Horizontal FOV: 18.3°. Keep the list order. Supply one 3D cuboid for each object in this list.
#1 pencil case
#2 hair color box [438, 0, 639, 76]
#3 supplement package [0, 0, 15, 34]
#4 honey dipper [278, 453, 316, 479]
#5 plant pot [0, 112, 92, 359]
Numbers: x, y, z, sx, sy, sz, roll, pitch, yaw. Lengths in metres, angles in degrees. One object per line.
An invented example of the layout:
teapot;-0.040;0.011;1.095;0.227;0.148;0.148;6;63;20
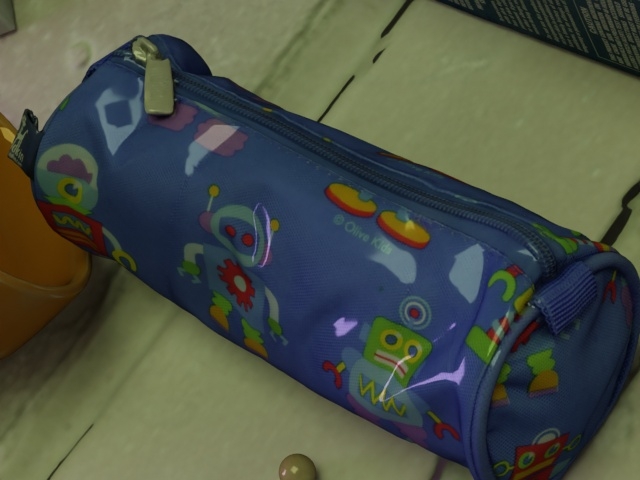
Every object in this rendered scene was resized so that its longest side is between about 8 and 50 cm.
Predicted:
pencil case;0.000;0.000;0.930;0.306;0.133;0.119;29;52;30
hair color box;0.113;-0.205;1.005;0.347;0.105;0.174;26;76;30
supplement package;-0.301;-0.232;1.086;0.145;0.262;0.204;-22;59;11
honey dipper;0.016;0.163;0.902;0.030;0.030;0.161;-31;53;4
plant pot;-0.252;0.012;0.995;0.188;0.205;0.205;-44;56;14
